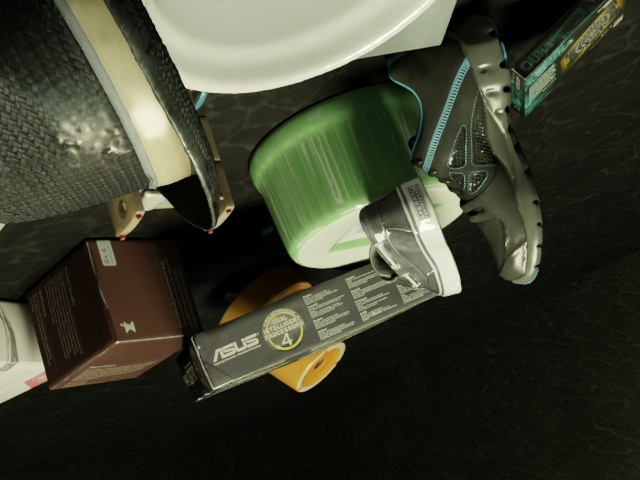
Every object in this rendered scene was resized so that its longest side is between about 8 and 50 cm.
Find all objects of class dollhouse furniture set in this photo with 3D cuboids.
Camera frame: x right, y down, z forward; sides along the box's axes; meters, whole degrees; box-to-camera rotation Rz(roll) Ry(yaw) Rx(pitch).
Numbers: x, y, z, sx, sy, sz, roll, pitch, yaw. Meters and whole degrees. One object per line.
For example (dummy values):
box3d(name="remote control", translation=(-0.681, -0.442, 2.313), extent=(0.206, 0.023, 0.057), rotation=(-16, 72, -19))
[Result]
box3d(name="dollhouse furniture set", translation=(-0.154, -0.099, 0.999), extent=(0.129, 0.129, 0.184), rotation=(-5, 158, -37))

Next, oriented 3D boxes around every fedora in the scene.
box3d(name="fedora", translation=(-0.200, -0.109, 0.604), extent=(0.152, 0.334, 0.334), rotation=(-32, 165, -11))

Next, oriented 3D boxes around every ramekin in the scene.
box3d(name="ramekin", translation=(0.064, -0.078, 1.255), extent=(0.303, 0.148, 0.303), rotation=(-17, 162, -6))
box3d(name="ramekin", translation=(-0.029, -0.244, 0.670), extent=(0.277, 0.135, 0.277), rotation=(-21, 164, -7))

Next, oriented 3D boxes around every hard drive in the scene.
box3d(name="hard drive", translation=(0.079, -0.242, 0.967), extent=(0.135, 0.022, 0.094), rotation=(-13, 150, -18))

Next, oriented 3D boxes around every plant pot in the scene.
box3d(name="plant pot", translation=(-0.061, 0.183, 1.723), extent=(0.205, 0.188, 0.205), rotation=(-38, 157, -20))

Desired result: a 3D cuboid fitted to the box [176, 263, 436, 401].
box3d(name="box", translation=(-0.027, 0.139, 1.443), extent=(0.395, 0.097, 0.318), rotation=(-22, 175, -16))

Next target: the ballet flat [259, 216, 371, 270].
box3d(name="ballet flat", translation=(0.000, 0.000, 1.538), extent=(0.096, 0.095, 0.280), rotation=(-19, 155, 33))

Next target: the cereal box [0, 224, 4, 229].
box3d(name="cereal box", translation=(-0.327, -0.052, 0.849), extent=(0.240, 0.047, 0.173), rotation=(-61, -177, -29))

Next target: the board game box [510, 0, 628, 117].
box3d(name="board game box", translation=(0.306, -0.244, 1.091), extent=(0.186, 0.026, 0.126), rotation=(-45, 162, -1))

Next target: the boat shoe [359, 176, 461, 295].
box3d(name="boat shoe", translation=(0.115, 0.014, 1.161), extent=(0.102, 0.108, 0.301), rotation=(-22, 160, 7))

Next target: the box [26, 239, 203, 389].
box3d(name="box", translation=(-0.324, 0.115, 1.392), extent=(0.167, 0.168, 0.203), rotation=(1, 154, -47))

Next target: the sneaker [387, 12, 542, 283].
box3d(name="sneaker", translation=(0.185, -0.099, 1.105), extent=(0.140, 0.340, 0.125), rotation=(-16, -166, 9))

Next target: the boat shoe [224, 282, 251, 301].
box3d(name="boat shoe", translation=(-0.151, 0.104, 1.755), extent=(0.049, 0.042, 0.133), rotation=(-4, 168, 22))

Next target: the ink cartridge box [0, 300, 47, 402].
box3d(name="ink cartridge box", translation=(-0.566, 0.183, 1.427), extent=(0.207, 0.117, 0.283), rotation=(-25, 162, 18))
